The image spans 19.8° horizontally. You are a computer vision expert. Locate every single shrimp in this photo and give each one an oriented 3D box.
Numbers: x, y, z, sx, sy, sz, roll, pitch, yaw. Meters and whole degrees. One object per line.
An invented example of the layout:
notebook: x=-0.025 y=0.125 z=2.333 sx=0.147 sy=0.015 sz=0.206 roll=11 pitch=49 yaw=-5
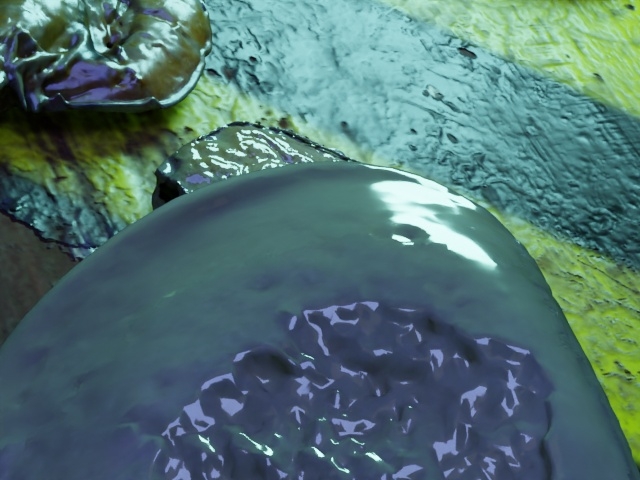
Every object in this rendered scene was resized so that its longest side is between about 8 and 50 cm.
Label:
shrimp: x=-0.180 y=-0.128 z=1.286 sx=0.164 sy=0.062 sz=0.317 roll=31 pitch=41 yaw=7

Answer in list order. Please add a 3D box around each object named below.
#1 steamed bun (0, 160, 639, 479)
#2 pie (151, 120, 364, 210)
steamed bun: x=-0.016 y=0.229 z=0.761 sx=0.290 sy=0.371 sz=0.456 roll=-10 pitch=45 yaw=-7
pie: x=0.001 y=-0.003 z=1.229 sx=0.185 sy=0.052 sz=0.218 roll=-19 pitch=53 yaw=-32
